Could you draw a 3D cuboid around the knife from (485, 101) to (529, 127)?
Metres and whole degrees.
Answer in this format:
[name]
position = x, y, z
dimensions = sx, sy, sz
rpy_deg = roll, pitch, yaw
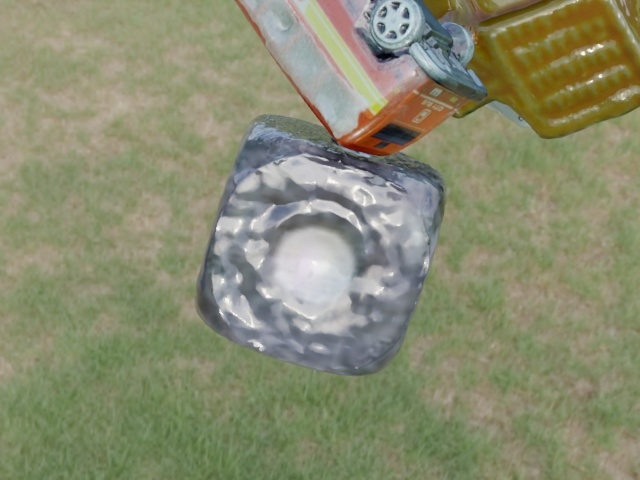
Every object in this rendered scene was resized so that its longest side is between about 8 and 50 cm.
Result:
[knife]
position = 0.271, -0.224, 1.642
dimensions = 0.162, 0.044, 0.023
rpy_deg = 38, 44, 27

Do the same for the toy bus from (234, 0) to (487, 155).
[toy bus]
position = 0.006, -0.188, 0.802
dimensions = 0.265, 0.120, 0.121
rpy_deg = 56, 22, 17

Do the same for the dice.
[dice]
position = 0.000, 0.000, 0.899
dimensions = 0.182, 0.182, 0.183
rpy_deg = 19, 12, -3

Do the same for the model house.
[model house]
position = 0.210, -0.215, 1.047
dimensions = 0.268, 0.239, 0.173
rpy_deg = -20, -6, 17
